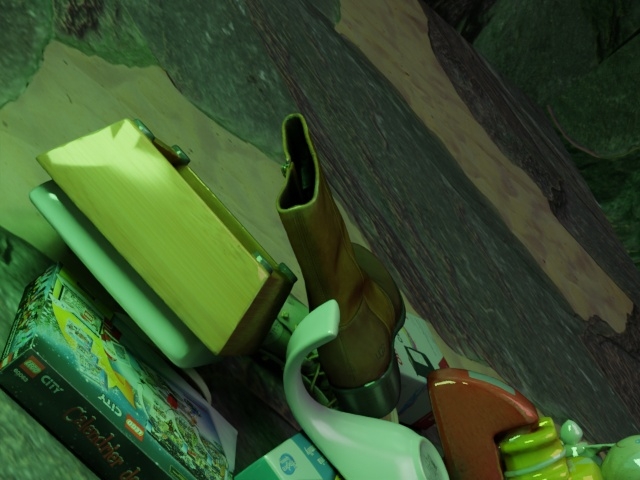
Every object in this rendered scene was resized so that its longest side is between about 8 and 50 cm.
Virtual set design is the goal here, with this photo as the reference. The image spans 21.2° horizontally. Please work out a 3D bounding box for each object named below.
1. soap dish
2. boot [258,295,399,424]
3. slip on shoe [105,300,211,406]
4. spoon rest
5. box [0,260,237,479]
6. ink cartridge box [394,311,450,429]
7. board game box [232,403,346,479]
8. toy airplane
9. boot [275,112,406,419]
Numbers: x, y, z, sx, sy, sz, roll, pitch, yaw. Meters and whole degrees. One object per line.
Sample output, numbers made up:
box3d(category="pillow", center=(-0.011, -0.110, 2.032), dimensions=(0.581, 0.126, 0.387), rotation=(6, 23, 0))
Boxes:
box3d(category="soap dish", center=(-0.133, 0.004, 1.560), dimensions=(0.229, 0.118, 0.291), rotation=(48, 1, 5))
box3d(category="boot", center=(-0.008, 0.136, 1.811), dimensions=(0.165, 0.077, 0.213), rotation=(38, 16, -38))
box3d(category="slip on shoe", center=(-0.150, 0.108, 1.549), dimensions=(0.135, 0.051, 0.041), rotation=(40, 27, -12))
box3d(category="spoon rest", center=(0.043, 0.184, 1.595), dimensions=(0.276, 0.084, 0.137), rotation=(59, 19, -25))
box3d(category="box", center=(-0.166, 0.141, 1.446), dimensions=(0.233, 0.044, 0.159), rotation=(46, 18, -18))
box3d(category="ink cartridge box", center=(0.083, 0.143, 2.031), dimensions=(0.175, 0.072, 0.127), rotation=(26, 31, -55))
box3d(category="board game box", center=(0.060, 0.327, 1.592), dimensions=(0.336, 0.079, 0.254), rotation=(53, 17, 5))
box3d(category="toy airplane", center=(0.282, 0.326, 1.823), dimensions=(0.384, 0.272, 0.386), rotation=(49, 7, -46))
box3d(category="boot", center=(0.000, 0.000, 1.686), dimensions=(0.264, 0.096, 0.280), rotation=(-83, 157, -54))
